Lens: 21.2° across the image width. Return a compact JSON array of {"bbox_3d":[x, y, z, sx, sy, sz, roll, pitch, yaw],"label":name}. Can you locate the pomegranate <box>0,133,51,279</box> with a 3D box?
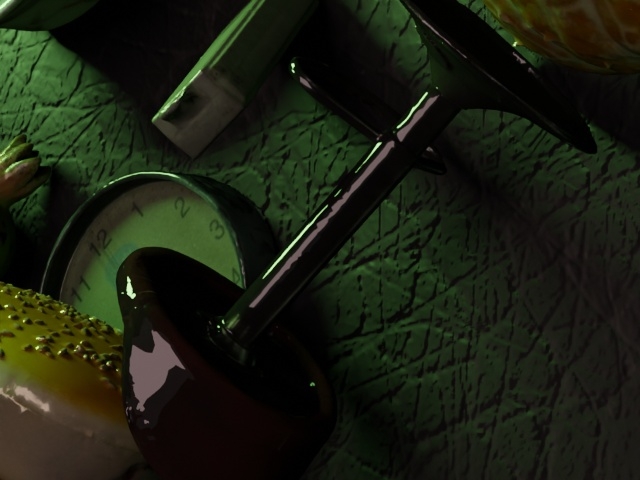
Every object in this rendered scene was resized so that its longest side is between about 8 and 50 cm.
[{"bbox_3d":[-0.361,-0.026,1.690,0.205,0.159,0.159,-36,57,-3],"label":"pomegranate"}]

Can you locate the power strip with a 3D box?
[{"bbox_3d":[-0.067,-0.151,1.426,0.052,0.272,0.078,42,120,-9],"label":"power strip"}]

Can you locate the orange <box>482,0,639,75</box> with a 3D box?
[{"bbox_3d":[0.246,-0.239,1.119,0.329,0.329,0.249,-9,93,38],"label":"orange"}]

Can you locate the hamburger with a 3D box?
[{"bbox_3d":[-0.238,0.121,1.434,0.295,0.227,0.151,33,90,37],"label":"hamburger"}]

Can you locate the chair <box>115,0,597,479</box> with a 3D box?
[{"bbox_3d":[0.000,0.000,1.316,0.401,0.226,0.226,-50,56,14],"label":"chair"}]

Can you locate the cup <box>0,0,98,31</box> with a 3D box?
[{"bbox_3d":[-0.290,-0.344,1.673,0.347,0.163,0.347,-9,76,38],"label":"cup"}]

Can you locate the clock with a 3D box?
[{"bbox_3d":[-0.153,0.070,1.559,0.281,0.055,0.280,-7,78,37],"label":"clock"}]
